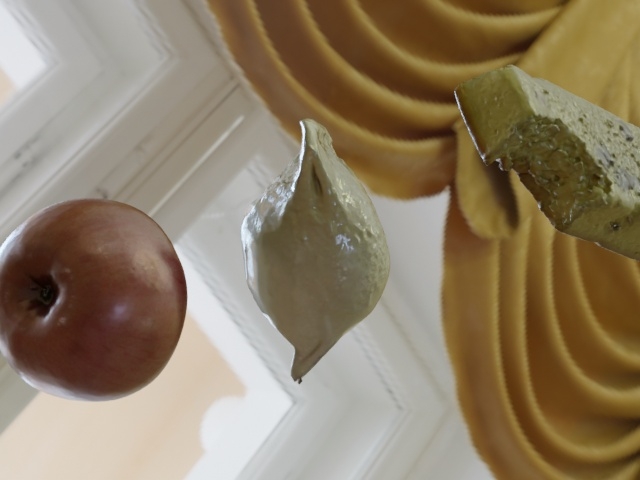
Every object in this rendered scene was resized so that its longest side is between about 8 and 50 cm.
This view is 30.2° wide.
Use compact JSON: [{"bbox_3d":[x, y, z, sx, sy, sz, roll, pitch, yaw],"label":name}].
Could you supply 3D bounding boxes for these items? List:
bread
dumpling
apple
[{"bbox_3d":[0.172,-0.043,0.748,0.049,0.088,0.226,-32,-28,32],"label":"bread"},{"bbox_3d":[0.000,-0.004,1.000,0.126,0.166,0.215,-18,-68,19],"label":"dumpling"},{"bbox_3d":[-0.171,0.043,0.865,0.153,0.153,0.120,16,0,35],"label":"apple"}]
